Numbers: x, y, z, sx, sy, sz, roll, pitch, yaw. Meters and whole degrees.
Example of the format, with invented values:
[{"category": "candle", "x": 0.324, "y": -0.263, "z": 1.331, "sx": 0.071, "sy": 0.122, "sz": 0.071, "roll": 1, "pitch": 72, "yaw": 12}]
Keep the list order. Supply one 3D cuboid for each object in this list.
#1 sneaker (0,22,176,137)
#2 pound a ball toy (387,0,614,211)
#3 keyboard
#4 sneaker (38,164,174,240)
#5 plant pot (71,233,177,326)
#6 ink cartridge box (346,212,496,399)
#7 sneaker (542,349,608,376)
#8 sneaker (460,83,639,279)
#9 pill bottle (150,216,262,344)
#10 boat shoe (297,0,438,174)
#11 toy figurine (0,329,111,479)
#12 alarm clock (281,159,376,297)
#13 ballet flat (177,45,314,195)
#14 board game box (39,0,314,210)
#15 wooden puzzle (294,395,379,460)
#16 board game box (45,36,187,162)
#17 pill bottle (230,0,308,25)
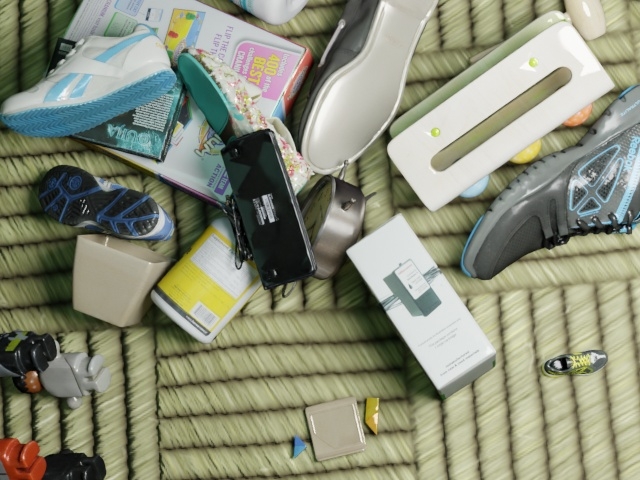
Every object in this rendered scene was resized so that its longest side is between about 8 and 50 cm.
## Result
[{"category": "sneaker", "x": -0.304, "y": -0.202, "z": 1.800, "sx": 0.229, "sy": 0.087, "sz": 0.092, "roll": -20, "pitch": 70, "yaw": -4}, {"category": "pound a ball toy", "x": 0.248, "y": -0.179, "z": 1.789, "sx": 0.319, "sy": 0.208, "sz": 0.136, "roll": -35, "pitch": 101, "yaw": 12}, {"category": "keyboard", "x": -0.073, "y": -0.037, "z": 1.746, "sx": 0.100, "sy": 0.038, "sz": 0.192, "roll": -16, "pitch": 91, "yaw": 12}, {"category": "sneaker", "x": -0.287, "y": -0.040, "z": 1.864, "sx": 0.211, "sy": 0.081, "sz": 0.080, "roll": 22, "pitch": 84, "yaw": 29}, {"category": "plant pot", "x": -0.264, "y": 0.055, "z": 1.830, "sx": 0.109, "sy": 0.109, "sz": 0.096, "roll": 19, "pitch": 95, "yaw": 11}, {"category": "ink cartridge box", "x": 0.126, "y": 0.084, "z": 1.744, "sx": 0.087, "sy": 0.153, "sz": 0.208, "roll": -33, "pitch": 76, "yaw": 0}, {"category": "sneaker", "x": 0.320, "y": 0.156, "z": 1.763, "sx": 0.083, "sy": 0.035, "sz": 0.031, "roll": -14, "pitch": 79, "yaw": 5}, {"category": "sneaker", "x": 0.327, "y": -0.050, "z": 1.756, "sx": 0.341, "sy": 0.125, "sz": 0.139, "roll": -39, "pitch": 79, "yaw": 0}, {"category": "pill bottle", "x": -0.124, "y": 0.036, "z": 1.811, "sx": 0.103, "sy": 0.103, "sz": 0.184, "roll": 41, "pitch": 87, "yaw": 13}, {"category": "boat shoe", "x": 0.060, "y": -0.240, "z": 1.856, "sx": 0.112, "sy": 0.095, "sz": 0.335, "roll": 28, "pitch": 87, "yaw": -24}, {"category": "toy figurine", "x": -0.374, "y": 0.221, "z": 1.760, "sx": 0.148, "sy": 0.213, "sz": 0.209, "roll": -5, "pitch": 75, "yaw": 23}, {"category": "alarm clock", "x": 0.000, "y": 0.000, "z": 1.798, "sx": 0.064, "sy": 0.129, "sz": 0.192, "roll": 26, "pitch": 117, "yaw": -18}, {"category": "ballet flat", "x": -0.094, "y": -0.152, "z": 1.796, "sx": 0.077, "sy": 0.091, "sz": 0.241, "roll": -29, "pitch": 83, "yaw": -31}, {"category": "board game box", "x": -0.203, "y": -0.206, "z": 1.886, "sx": 0.316, "sy": 0.064, "sz": 0.242, "roll": 26, "pitch": 84, "yaw": 11}, {"category": "wooden puzzle", "x": 0.021, "y": 0.241, "z": 1.800, "sx": 0.116, "sy": 0.014, "sz": 0.078, "roll": -7, "pitch": 74, "yaw": 6}, {"category": "board game box", "x": -0.275, "y": -0.185, "z": 1.845, "sx": 0.186, "sy": 0.026, "sz": 0.126, "roll": 16, "pitch": 82, "yaw": 10}, {"category": "pill bottle", "x": -0.129, "y": -0.408, "z": 1.872, "sx": 0.264, "sy": 0.146, "sz": 0.146, "roll": 32, "pitch": 85, "yaw": 12}]
